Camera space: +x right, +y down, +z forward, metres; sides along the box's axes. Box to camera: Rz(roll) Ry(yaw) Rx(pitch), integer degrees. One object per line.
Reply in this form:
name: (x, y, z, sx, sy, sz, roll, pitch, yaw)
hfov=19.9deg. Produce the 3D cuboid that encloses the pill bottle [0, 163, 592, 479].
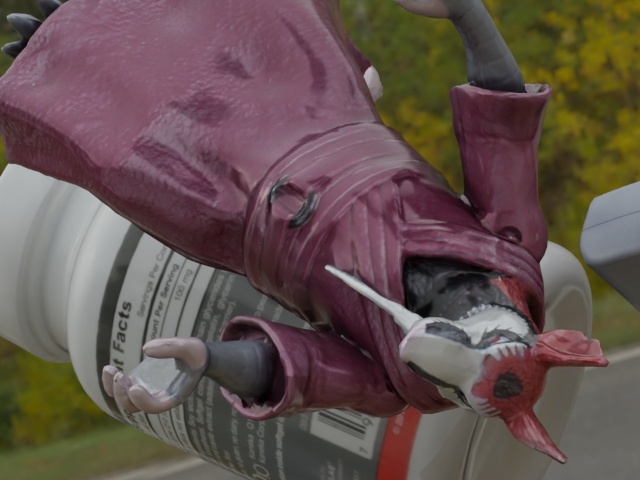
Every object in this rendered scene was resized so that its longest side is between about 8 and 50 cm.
pill bottle: (-0.029, 0.046, 1.171, 0.363, 0.210, 0.210, 21, 20, 26)

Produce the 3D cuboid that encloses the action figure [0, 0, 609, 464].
action figure: (0.000, 0.000, 0.907, 0.248, 0.370, 0.276, -42, -34, -6)

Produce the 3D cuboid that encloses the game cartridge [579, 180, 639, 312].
game cartridge: (0.291, 0.018, 0.931, 0.294, 0.060, 0.196, -6, -35, 40)
